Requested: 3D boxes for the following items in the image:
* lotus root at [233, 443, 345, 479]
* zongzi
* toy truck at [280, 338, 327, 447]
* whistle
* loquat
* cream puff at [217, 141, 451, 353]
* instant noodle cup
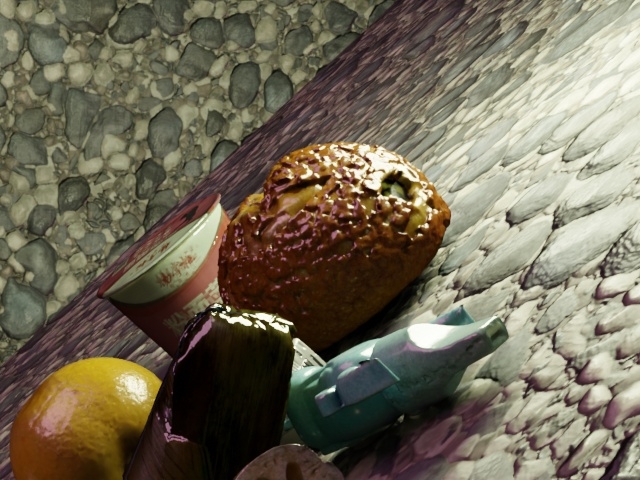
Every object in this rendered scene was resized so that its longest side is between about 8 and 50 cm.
[{"bbox_3d":[-0.034,0.240,1.372,0.122,0.112,0.081,-43,5,-11],"label":"lotus root"},{"bbox_3d":[-0.115,0.236,1.471,0.300,0.138,0.286,-79,9,-59],"label":"zongzi"},{"bbox_3d":[-0.091,0.210,1.702,0.242,0.101,0.125,-36,17,31],"label":"toy truck"},{"bbox_3d":[0.062,0.136,1.524,0.274,0.093,0.186,-28,-2,35],"label":"whistle"},{"bbox_3d":[-0.261,0.243,1.859,0.208,0.208,0.208,-38,12,9],"label":"loquat"},{"bbox_3d":[0.000,0.000,1.927,0.303,0.212,0.303,-42,12,12],"label":"cream puff"},{"bbox_3d":[-0.183,0.068,2.312,0.235,0.178,0.235,-38,11,9],"label":"instant noodle cup"}]
